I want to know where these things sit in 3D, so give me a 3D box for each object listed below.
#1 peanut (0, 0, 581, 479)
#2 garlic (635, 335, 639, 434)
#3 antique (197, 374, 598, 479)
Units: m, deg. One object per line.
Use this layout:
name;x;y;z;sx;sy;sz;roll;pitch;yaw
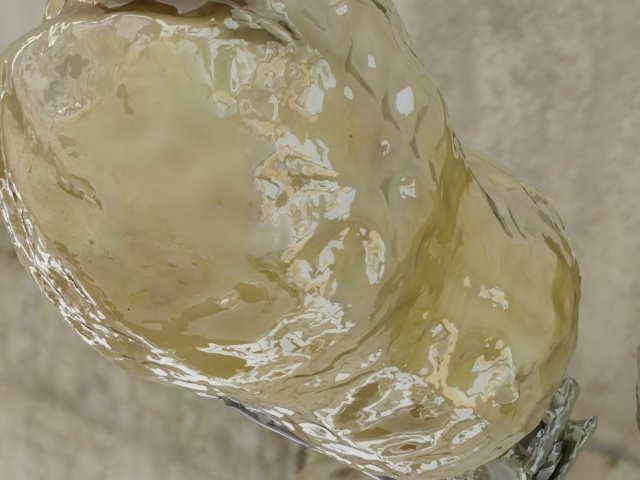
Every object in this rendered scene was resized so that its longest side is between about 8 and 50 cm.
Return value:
peanut;0.000;0.000;0.613;0.149;0.313;0.149;-11;-113;26
garlic;0.287;0.090;0.931;0.259;0.317;0.317;12;-51;-12
antique;0.044;0.086;1.257;0.284;0.150;0.125;31;-25;13
